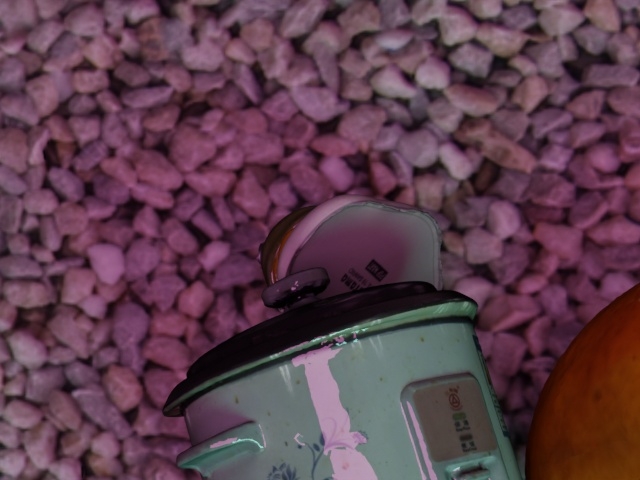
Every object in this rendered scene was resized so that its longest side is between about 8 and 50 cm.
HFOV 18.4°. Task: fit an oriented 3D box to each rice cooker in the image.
[{"bbox_3d":[0.026,0.165,1.567,0.316,0.264,0.317,15,62,-30],"label":"rice cooker"}]

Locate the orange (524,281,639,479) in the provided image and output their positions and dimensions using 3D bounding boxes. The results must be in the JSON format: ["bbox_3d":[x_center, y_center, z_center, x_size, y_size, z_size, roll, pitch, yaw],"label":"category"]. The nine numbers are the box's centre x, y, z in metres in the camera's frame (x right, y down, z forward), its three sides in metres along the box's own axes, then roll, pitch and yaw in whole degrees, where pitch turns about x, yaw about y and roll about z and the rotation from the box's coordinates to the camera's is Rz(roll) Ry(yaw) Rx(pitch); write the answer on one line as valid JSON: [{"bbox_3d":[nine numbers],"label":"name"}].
[{"bbox_3d":[0.377,0.192,1.567,0.424,0.424,0.326,33,57,10],"label":"orange"}]

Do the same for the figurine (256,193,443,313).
[{"bbox_3d":[0.000,0.000,1.740,0.166,0.250,0.141,-41,59,-8],"label":"figurine"}]
